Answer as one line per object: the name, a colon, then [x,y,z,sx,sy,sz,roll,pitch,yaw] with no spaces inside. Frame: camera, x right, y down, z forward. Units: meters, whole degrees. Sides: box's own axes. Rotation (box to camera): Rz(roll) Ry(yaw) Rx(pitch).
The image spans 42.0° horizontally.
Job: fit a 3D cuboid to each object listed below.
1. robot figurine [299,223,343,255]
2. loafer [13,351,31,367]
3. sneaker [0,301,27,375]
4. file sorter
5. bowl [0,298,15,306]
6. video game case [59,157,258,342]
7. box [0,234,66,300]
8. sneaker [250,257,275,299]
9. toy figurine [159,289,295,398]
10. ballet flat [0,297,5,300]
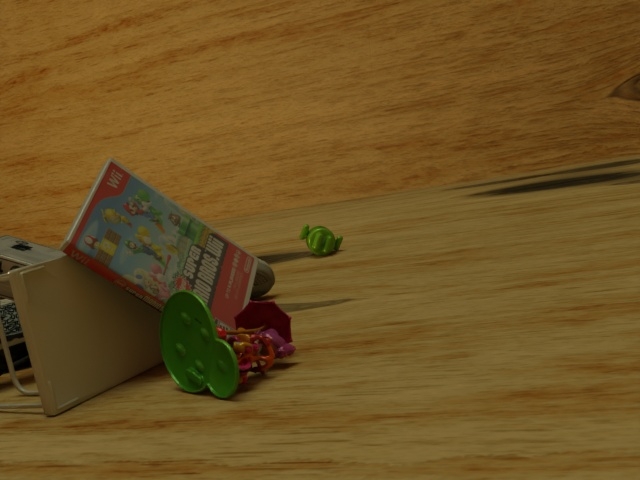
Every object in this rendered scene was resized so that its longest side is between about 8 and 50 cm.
robot figurine: [0.000,0.000,1.999,0.101,0.067,0.115,16,4,-7]
loafer: [-0.564,0.187,1.369,0.223,0.076,0.078,-10,-1,-19]
sneaker: [-0.511,0.174,1.286,0.234,0.097,0.084,-22,42,-24]
file sorter: [-0.357,0.112,1.207,0.173,0.193,0.277,-9,7,32]
bowl: [-0.697,0.162,1.856,0.142,0.053,0.142,-10,8,-3]
video game case: [-0.222,0.021,1.220,0.025,0.285,0.204,-41,25,32]
box: [-0.560,0.077,1.723,0.289,0.087,0.169,15,10,2]
sneaker: [-0.202,0.106,1.515,0.281,0.105,0.115,-11,40,-31]
toy figurine: [-0.096,0.129,1.082,0.159,0.130,0.173,-5,24,-42]
ballet flat: [-0.837,0.164,1.998,0.206,0.073,0.067,-21,26,-37]
